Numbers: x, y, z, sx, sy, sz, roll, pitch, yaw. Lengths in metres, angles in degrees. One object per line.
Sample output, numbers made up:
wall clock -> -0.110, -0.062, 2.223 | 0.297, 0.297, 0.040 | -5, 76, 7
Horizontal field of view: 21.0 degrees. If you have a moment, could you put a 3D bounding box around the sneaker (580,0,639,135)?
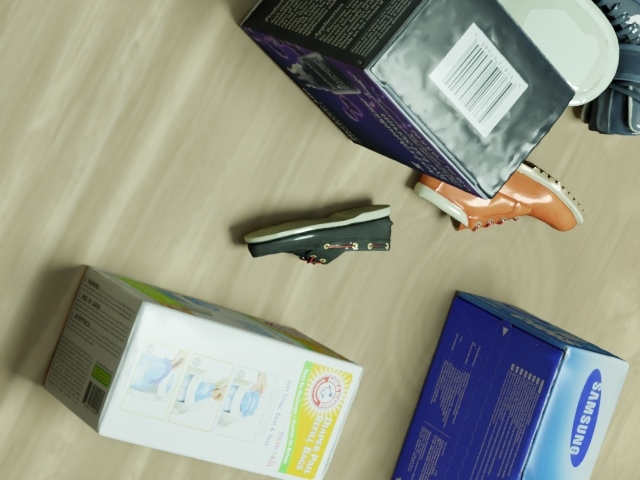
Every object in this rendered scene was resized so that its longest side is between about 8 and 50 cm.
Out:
sneaker -> 0.237, -0.176, 1.440 | 0.226, 0.086, 0.163 | 17, 93, -33

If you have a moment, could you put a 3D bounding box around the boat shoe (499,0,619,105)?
boat shoe -> 0.108, -0.227, 1.343 | 0.109, 0.091, 0.305 | -43, 102, -6

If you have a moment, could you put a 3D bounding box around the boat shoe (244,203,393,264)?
boat shoe -> 0.001, 0.000, 1.381 | 0.133, 0.049, 0.042 | -10, 101, -31

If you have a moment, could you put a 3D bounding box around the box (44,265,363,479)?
box -> -0.088, 0.106, 1.323 | 0.203, 0.114, 0.103 | 19, 93, -32

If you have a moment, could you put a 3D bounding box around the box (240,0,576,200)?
box -> 0.061, -0.136, 1.283 | 0.108, 0.207, 0.153 | -51, 120, -7

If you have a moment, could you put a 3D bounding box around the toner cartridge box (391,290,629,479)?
toner cartridge box -> 0.129, 0.233, 1.454 | 0.075, 0.165, 0.348 | 15, 97, -33

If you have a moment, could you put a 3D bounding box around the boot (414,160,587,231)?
boot -> 0.150, -0.036, 1.454 | 0.158, 0.059, 0.085 | 30, 92, -24
